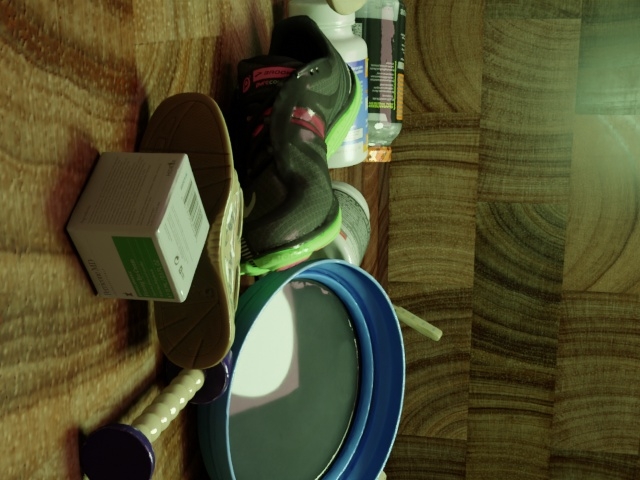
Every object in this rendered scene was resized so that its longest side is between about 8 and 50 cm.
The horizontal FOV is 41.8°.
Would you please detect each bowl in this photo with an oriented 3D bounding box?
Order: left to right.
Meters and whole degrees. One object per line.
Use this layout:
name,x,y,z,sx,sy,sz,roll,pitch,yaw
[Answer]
bowl,-0.019,0.219,1.197,0.391,0.077,0.391,-6,98,-50

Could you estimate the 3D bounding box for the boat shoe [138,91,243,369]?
boat shoe,-0.135,-0.011,0.888,0.089,0.104,0.285,8,82,-85

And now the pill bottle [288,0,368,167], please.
pill bottle,0.006,-0.272,1.439,0.152,0.152,0.272,-63,154,-66

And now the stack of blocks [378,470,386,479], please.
stack of blocks,0.025,0.468,1.644,0.297,0.171,0.087,68,30,-64

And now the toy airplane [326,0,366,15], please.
toy airplane,-0.040,-0.469,0.848,0.384,0.272,0.386,11,96,-47

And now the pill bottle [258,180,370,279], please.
pill bottle,0.000,0.000,1.444,0.283,0.161,0.161,-59,150,-67

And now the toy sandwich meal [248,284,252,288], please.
toy sandwich meal,-0.104,0.107,1.286,0.085,0.029,0.086,13,90,-84

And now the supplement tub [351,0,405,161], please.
supplement tub,0.068,-0.314,1.646,0.193,0.193,0.316,-28,120,-78

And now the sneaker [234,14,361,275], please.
sneaker,-0.065,-0.142,1.156,0.483,0.185,0.202,-81,150,-46

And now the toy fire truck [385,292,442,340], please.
toy fire truck,0.101,0.184,1.688,0.158,0.246,0.217,65,21,-19

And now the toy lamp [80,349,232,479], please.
toy lamp,-0.156,0.170,0.887,0.275,0.080,0.080,-54,145,-72

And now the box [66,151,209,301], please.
box,-0.164,-0.013,0.773,0.101,0.087,0.102,80,17,-48
